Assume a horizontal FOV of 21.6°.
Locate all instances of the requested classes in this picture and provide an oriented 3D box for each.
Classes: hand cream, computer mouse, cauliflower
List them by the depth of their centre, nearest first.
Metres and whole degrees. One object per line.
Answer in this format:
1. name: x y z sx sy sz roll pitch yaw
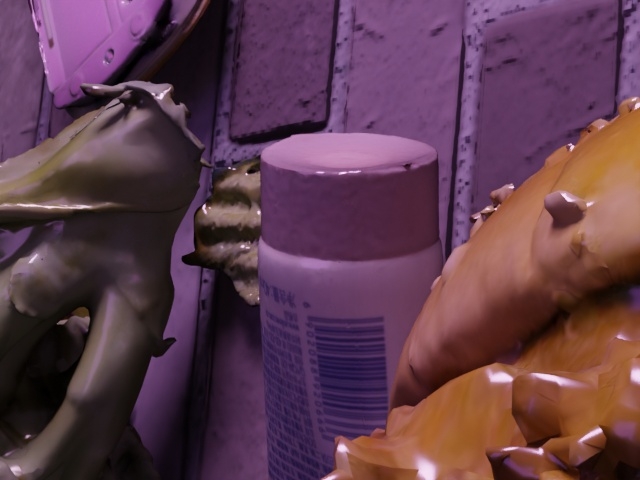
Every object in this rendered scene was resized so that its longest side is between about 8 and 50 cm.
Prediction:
1. hand cream: 0.017 0.077 0.787 0.133 0.083 0.247 23 119 51
2. cauliflower: -0.180 0.045 0.942 0.327 0.281 0.260 62 172 6
3. computer mouse: -0.134 -0.216 1.056 0.158 0.072 0.310 -39 53 34

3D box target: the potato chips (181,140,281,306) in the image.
1. potato chips: -0.001 0.000 0.875 0.207 0.028 0.091 18 93 49

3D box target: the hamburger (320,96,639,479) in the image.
1. hamburger: 0.158 0.066 0.485 0.445 0.287 0.268 -22 62 42
